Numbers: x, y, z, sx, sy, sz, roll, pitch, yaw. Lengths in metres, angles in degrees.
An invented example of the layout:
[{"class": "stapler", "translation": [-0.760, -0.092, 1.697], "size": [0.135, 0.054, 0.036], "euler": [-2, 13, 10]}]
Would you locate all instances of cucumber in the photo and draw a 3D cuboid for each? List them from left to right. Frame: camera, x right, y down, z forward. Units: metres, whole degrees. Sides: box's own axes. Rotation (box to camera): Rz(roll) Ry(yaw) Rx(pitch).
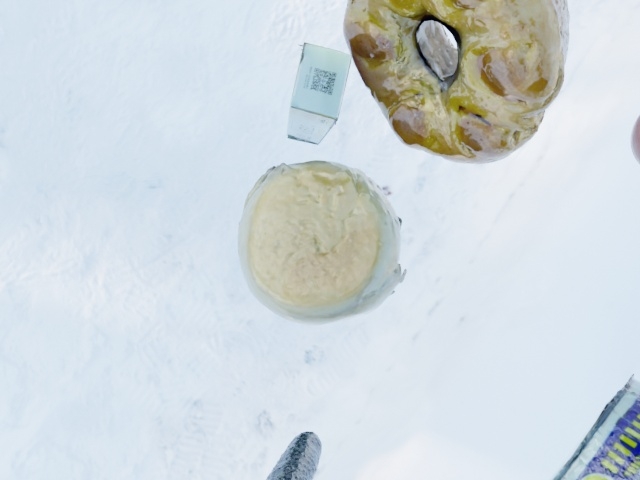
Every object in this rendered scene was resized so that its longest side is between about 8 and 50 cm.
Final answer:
[{"class": "cucumber", "translation": [-0.020, 0.176, 0.430], "size": [0.032, 0.133, 0.032], "euler": [0, 92, 9]}]

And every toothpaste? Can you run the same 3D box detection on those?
[{"class": "toothpaste", "translation": [-0.013, -0.201, 0.833], "size": [0.071, 0.313, 0.089], "euler": [12, 93, -5]}]

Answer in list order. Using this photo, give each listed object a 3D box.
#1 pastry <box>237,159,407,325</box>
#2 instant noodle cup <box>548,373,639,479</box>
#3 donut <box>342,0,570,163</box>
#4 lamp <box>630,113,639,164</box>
[{"class": "pastry", "translation": [0.001, 0.002, 0.851], "size": [0.265, 0.133, 0.264], "euler": [-2, 79, 9]}, {"class": "instant noodle cup", "translation": [0.374, 0.294, 0.514], "size": [0.284, 0.312, 0.284], "euler": [-34, 145, -29]}, {"class": "donut", "translation": [0.171, -0.256, 0.729], "size": [0.299, 0.317, 0.150], "euler": [30, 56, 18]}, {"class": "lamp", "translation": [0.667, -0.196, 0.996], "size": [0.223, 0.223, 0.196], "euler": [-19, 84, -23]}]
